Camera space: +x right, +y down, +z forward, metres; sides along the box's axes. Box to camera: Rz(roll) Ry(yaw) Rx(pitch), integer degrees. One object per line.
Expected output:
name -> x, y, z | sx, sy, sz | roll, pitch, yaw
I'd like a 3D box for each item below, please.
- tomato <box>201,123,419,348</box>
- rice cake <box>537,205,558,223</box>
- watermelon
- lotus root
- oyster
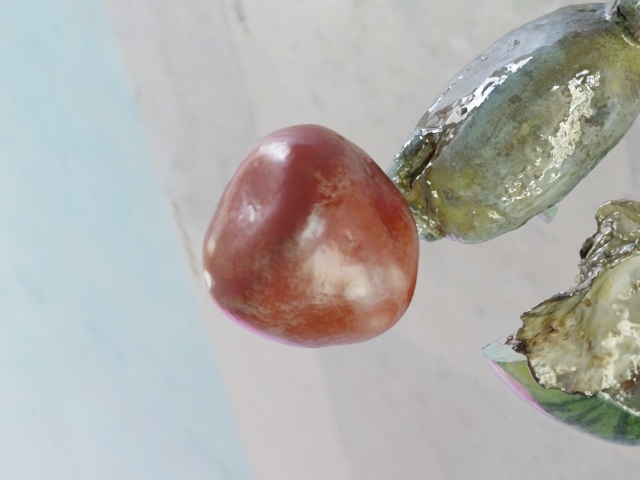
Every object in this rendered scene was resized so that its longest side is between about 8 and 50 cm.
tomato -> 0.000, 0.000, 1.248 | 0.187, 0.187, 0.151 | 63, 162, -6
rice cake -> 0.293, -0.036, 2.011 | 0.022, 0.021, 0.121 | 36, 180, 7
watermelon -> 0.393, 0.174, 2.188 | 0.262, 0.201, 0.213 | 34, 169, -12
lotus root -> 0.218, -0.125, 1.585 | 0.175, 0.349, 0.175 | 48, -170, -11
oyster -> 0.187, 0.020, 0.878 | 0.105, 0.177, 0.056 | 53, -177, -40
